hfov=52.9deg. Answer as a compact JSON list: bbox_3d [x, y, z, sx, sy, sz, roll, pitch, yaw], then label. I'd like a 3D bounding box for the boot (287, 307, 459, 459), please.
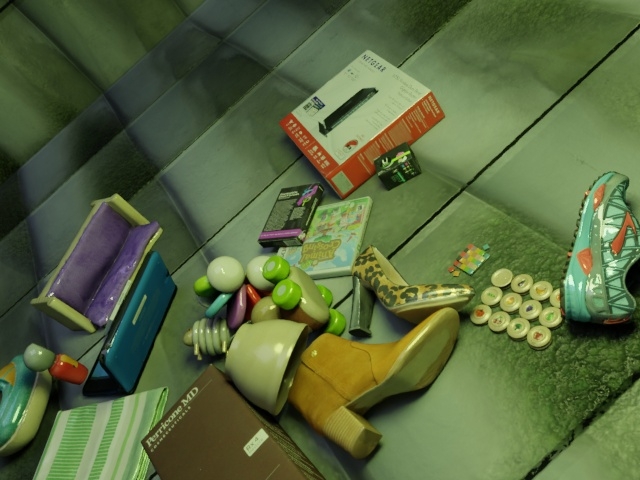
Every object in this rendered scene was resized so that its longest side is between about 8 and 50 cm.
[{"bbox_3d":[0.075,0.195,1.076,0.295,0.104,0.211,-51,39,-6],"label":"boot"}]

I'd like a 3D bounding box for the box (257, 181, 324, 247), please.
[{"bbox_3d":[-0.066,-0.057,1.457,0.116,0.029,0.162,-4,52,37],"label":"box"}]

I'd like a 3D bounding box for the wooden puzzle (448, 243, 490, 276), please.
[{"bbox_3d":[0.267,0.035,1.144,0.083,0.006,0.049,-46,38,-6],"label":"wooden puzzle"}]

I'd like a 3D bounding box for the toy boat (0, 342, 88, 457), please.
[{"bbox_3d":[-0.700,0.346,1.519,0.318,0.148,0.267,-35,38,24],"label":"toy boat"}]

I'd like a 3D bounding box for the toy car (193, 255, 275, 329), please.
[{"bbox_3d":[-0.165,0.115,1.309,0.159,0.182,0.136,-45,51,54],"label":"toy car"}]

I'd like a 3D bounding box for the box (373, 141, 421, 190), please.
[{"bbox_3d":[0.165,-0.160,1.378,0.083,0.052,0.062,-29,41,18],"label":"box"}]

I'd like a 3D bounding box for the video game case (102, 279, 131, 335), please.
[{"bbox_3d":[-0.506,0.167,1.600,0.087,0.011,0.122,-52,19,46],"label":"video game case"}]

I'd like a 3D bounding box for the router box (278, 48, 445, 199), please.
[{"bbox_3d":[0.085,-0.290,1.544,0.301,0.082,0.335,-40,38,3],"label":"router box"}]

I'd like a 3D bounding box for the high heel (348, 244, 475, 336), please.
[{"bbox_3d":[0.156,0.059,1.139,0.261,0.093,0.186,-20,49,38],"label":"high heel"}]

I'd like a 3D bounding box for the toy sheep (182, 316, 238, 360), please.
[{"bbox_3d":[-0.221,0.200,1.338,0.132,0.091,0.091,-4,45,-1],"label":"toy sheep"}]

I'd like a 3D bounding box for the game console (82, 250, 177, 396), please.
[{"bbox_3d":[-0.467,0.194,1.488,0.173,0.250,0.293,7,55,12],"label":"game console"}]

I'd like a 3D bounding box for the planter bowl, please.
[{"bbox_3d":[-0.098,0.205,1.107,0.109,0.162,0.162,17,60,10],"label":"planter bowl"}]

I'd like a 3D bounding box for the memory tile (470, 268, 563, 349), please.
[{"bbox_3d":[0.320,0.105,1.028,0.148,0.012,0.113,20,68,48],"label":"memory tile"}]

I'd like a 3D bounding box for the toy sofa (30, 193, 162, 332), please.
[{"bbox_3d":[-0.593,0.058,1.729,0.177,0.150,0.362,-7,50,37],"label":"toy sofa"}]

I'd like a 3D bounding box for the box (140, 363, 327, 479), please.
[{"bbox_3d":[-0.124,0.386,1.036,0.191,0.143,0.381,-48,37,-8],"label":"box"}]

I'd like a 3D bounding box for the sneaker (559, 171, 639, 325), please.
[{"bbox_3d":[0.445,0.015,0.965,0.125,0.104,0.261,12,65,26],"label":"sneaker"}]

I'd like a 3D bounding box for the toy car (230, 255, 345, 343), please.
[{"bbox_3d":[-0.079,0.152,1.219,0.188,0.155,0.149,-44,37,12],"label":"toy car"}]

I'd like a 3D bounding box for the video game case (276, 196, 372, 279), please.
[{"bbox_3d":[0.000,0.000,1.387,0.212,0.023,0.193,-9,49,34],"label":"video game case"}]

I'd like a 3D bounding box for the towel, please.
[{"bbox_3d":[-0.478,0.445,1.356,0.325,0.038,0.247,-18,43,27],"label":"towel"}]
